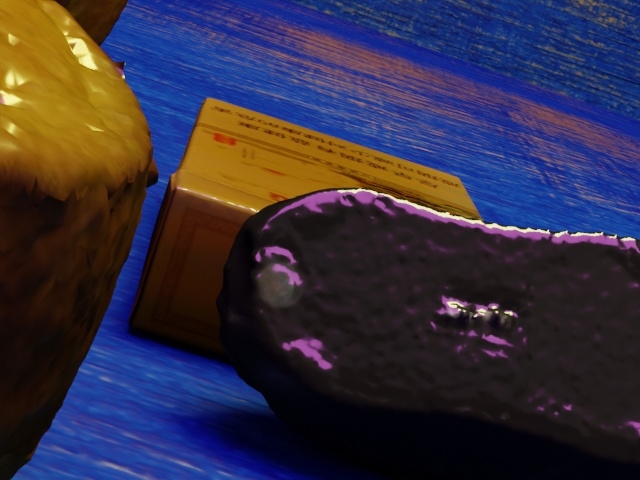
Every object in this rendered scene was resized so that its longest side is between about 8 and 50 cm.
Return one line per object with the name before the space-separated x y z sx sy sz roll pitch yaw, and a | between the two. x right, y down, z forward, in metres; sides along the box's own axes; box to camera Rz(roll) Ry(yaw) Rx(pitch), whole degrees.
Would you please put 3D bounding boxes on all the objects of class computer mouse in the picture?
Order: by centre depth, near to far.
computer mouse | 0.062 0.046 0.616 0.217 0.122 0.073 12 -24 -6

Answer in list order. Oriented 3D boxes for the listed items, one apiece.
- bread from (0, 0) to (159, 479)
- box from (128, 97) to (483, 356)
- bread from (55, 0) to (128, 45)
bread | -0.196 -0.043 0.406 0.312 0.172 0.312 33 11 -8
box | 0.000 0.000 0.792 0.174 0.076 0.274 16 13 -6
bread | -0.264 -0.135 0.751 0.340 0.179 0.194 19 11 12
